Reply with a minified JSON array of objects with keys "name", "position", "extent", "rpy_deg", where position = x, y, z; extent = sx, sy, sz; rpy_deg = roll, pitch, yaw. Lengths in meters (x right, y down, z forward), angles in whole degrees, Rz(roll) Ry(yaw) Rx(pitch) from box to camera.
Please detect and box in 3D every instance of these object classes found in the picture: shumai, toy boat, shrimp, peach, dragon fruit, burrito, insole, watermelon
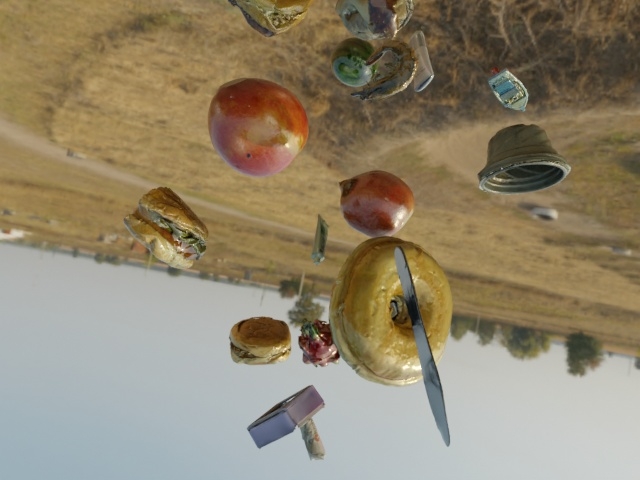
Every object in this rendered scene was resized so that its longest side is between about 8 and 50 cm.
[{"name":"shumai","position":[0.136,-0.588,1.513],"extent":[0.202,0.201,0.120],"rpy_deg":[11,-168,-1]},{"name":"toy boat","position":[0.482,-0.379,1.565],"extent":[0.069,0.058,0.173],"rpy_deg":[-29,148,27]},{"name":"shrimp","position":[0.195,-0.532,1.932],"extent":[0.253,0.173,0.058],"rpy_deg":[-11,179,40]},{"name":"peach","position":[-0.241,-0.423,2.263],"extent":[0.389,0.387,0.388],"rpy_deg":[11,175,1]},{"name":"peach","position":[0.173,-0.129,2.007],"extent":[0.257,0.232,0.232],"rpy_deg":[40,-179,12]},{"name":"dragon fruit","position":[-0.002,0.302,1.882],"extent":[0.137,0.135,0.235],"rpy_deg":[-9,139,-3]},{"name":"burrito","position":[-0.040,0.691,2.203],"extent":[0.064,0.203,0.064],"rpy_deg":[-21,171,-3]},{"name":"insole","position":[0.175,0.177,1.050],"extent":[0.009,0.348,0.119],"rpy_deg":[-13,172,-5]},{"name":"watermelon","position":[0.146,-0.696,2.407],"extent":[0.215,0.187,0.188],"rpy_deg":[21,177,12]}]

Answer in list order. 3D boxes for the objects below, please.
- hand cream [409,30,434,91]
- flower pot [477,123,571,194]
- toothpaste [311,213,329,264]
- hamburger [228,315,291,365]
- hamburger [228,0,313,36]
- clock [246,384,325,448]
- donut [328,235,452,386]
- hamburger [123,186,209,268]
[{"name":"hand cream","position":[0.323,-0.580,1.977],"extent":[0.048,0.255,0.079],"rpy_deg":[22,137,-24]},{"name":"flower pot","position":[0.527,-0.218,1.625],"extent":[0.236,0.140,0.235],"rpy_deg":[-4,162,-1]},{"name":"toothpaste","position":[0.000,0.000,1.964],"extent":[0.041,0.218,0.064],"rpy_deg":[-24,123,26]},{"name":"hamburger","position":[-0.197,0.331,2.014],"extent":[0.214,0.108,0.213],"rpy_deg":[5,-159,-2]},{"name":"hamburger","position":[-0.160,-0.759,1.790],"extent":[0.305,0.284,0.174],"rpy_deg":[37,142,-13]},{"name":"clock","position":[-0.094,0.484,1.692],"extent":[0.193,0.073,0.145],"rpy_deg":[-38,173,38]},{"name":"donut","position":[0.215,0.207,1.813],"extent":[0.449,0.448,0.198],"rpy_deg":[13,165,-27]},{"name":"hamburger","position":[-0.427,-0.024,1.813],"extent":[0.209,0.162,0.330],"rpy_deg":[45,175,3]}]
